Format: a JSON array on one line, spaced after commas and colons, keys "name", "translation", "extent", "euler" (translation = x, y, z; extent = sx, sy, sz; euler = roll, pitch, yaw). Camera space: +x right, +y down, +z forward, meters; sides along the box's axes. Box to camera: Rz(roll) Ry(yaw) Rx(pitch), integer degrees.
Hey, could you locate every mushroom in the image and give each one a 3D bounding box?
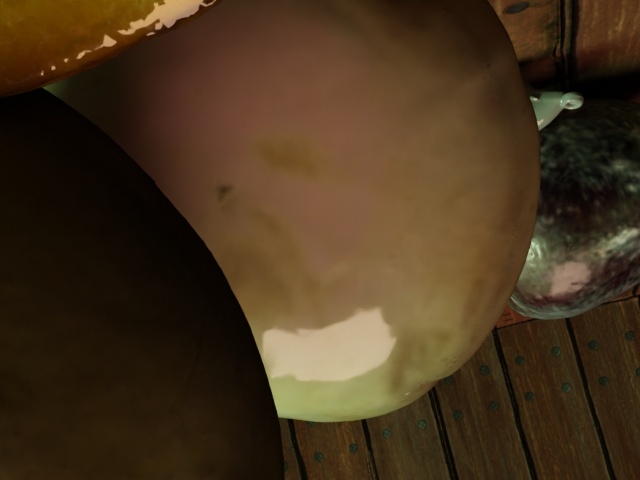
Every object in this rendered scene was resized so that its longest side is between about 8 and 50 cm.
[{"name": "mushroom", "translation": [-0.039, -0.032, 0.795], "extent": [0.353, 0.325, 0.353], "euler": [-23, 165, -7]}]

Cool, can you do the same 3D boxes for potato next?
[{"name": "potato", "translation": [-0.141, 0.066, 0.561], "extent": [0.221, 0.326, 0.243], "euler": [-32, -175, -22]}]

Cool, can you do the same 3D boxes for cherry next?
[{"name": "cherry", "translation": [0.253, -0.033, 1.277], "extent": [0.296, 0.218, 0.255], "euler": [-22, 179, 3]}]

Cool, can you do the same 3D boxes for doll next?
[{"name": "doll", "translation": [0.140, -0.115, 1.172], "extent": [0.227, 0.075, 0.102], "euler": [-7, 161, 27]}]

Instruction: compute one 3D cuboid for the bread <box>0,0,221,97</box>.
[{"name": "bread", "translation": [-0.108, -0.167, 0.476], "extent": [0.270, 0.142, 0.195], "euler": [-25, 120, 19]}]
